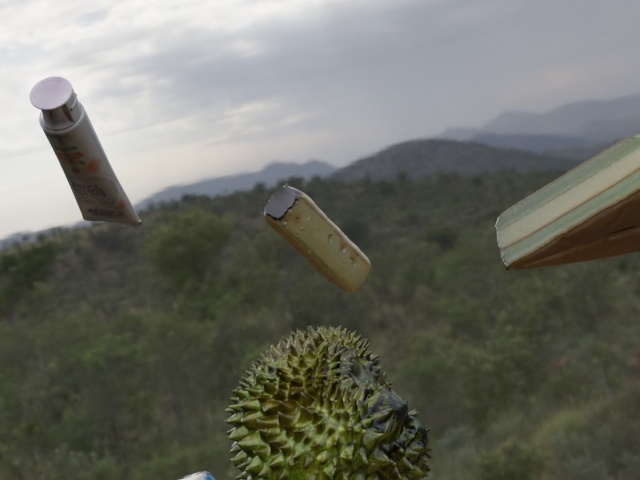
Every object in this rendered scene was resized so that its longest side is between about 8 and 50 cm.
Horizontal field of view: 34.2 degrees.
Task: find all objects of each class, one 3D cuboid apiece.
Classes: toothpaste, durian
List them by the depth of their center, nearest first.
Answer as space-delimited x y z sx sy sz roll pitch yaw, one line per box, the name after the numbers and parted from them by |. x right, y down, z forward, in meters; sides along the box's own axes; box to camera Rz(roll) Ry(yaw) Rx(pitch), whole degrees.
0.006 0.239 1.238 0.225 0.291 0.291 -37 1 3 | durian
-0.347 -0.113 1.530 0.100 0.066 0.323 4 -31 9 | toothpaste

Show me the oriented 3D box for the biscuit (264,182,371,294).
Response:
0.000 0.000 1.321 0.052 0.188 0.056 24 75 43 | biscuit

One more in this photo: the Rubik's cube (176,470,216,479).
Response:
-0.215 0.477 1.175 0.291 0.290 0.292 -25 12 43 | Rubik's cube

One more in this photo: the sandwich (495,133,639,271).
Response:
0.256 -0.040 1.043 0.163 0.079 0.113 -8 -40 8 | sandwich
